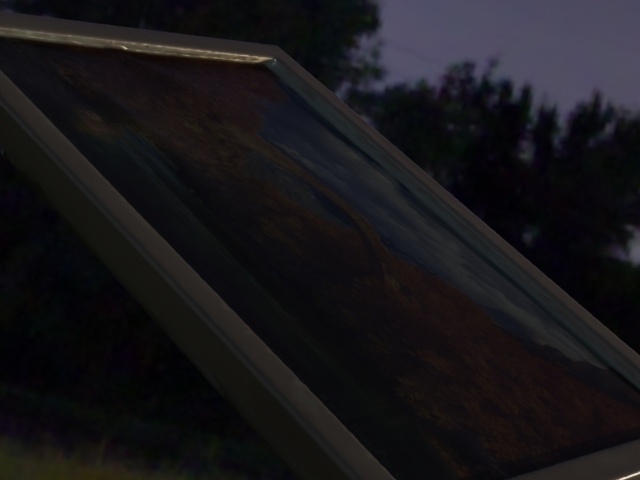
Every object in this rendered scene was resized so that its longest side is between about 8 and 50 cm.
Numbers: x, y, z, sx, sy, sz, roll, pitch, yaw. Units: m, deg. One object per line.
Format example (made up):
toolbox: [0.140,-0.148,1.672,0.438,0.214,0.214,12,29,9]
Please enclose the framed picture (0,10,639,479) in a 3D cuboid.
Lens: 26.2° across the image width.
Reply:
framed picture: [0.000,0.000,0.444,0.184,0.016,0.250,-2,39,-50]
